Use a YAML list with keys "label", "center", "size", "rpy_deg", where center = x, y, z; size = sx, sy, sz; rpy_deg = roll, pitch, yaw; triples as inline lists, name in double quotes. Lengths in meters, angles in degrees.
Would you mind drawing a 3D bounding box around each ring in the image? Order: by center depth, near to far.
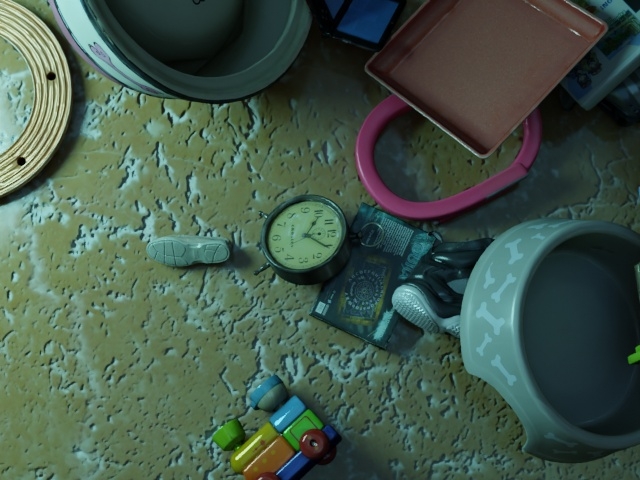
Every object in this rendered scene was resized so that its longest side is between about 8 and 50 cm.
- label: "ring"
  center: [-0.542, -0.216, 1.676]
  size: [0.336, 0.032, 0.337]
  rpy_deg: [0, 80, 1]

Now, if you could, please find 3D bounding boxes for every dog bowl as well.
- label: "dog bowl"
  center: [0.364, 0.130, 1.505]
  size: [0.348, 0.102, 0.349]
  rpy_deg: [4, 79, -24]
- label: "dog bowl"
  center: [-0.207, -0.384, 1.553]
  size: [0.408, 0.150, 0.408]
  rpy_deg: [5, 82, -40]

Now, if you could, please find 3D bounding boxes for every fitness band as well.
- label: "fitness band"
  center: [0.194, -0.146, 1.649]
  size: [0.290, 0.054, 0.209]
  rpy_deg: [-26, 79, -5]

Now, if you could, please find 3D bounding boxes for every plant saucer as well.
- label: "plant saucer"
  center: [0.238, -0.266, 1.588]
  size: [0.258, 0.048, 0.259]
  rpy_deg: [-46, 59, -3]

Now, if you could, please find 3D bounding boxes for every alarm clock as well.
- label: "alarm clock"
  center: [0.000, 0.000, 1.599]
  size: [0.192, 0.064, 0.129]
  rpy_deg: [-5, 60, 16]

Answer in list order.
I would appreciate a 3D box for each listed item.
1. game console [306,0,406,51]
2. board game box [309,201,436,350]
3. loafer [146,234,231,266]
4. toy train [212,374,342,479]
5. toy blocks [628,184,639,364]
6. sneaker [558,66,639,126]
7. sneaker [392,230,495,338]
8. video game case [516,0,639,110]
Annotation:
- label: "game console"
  center: [0.053, -0.364, 1.637]
  size: [0.085, 0.124, 0.144]
  rpy_deg: [-3, 42, 30]
- label: "board game box"
  center: [0.078, 0.053, 1.627]
  size: [0.126, 0.026, 0.186]
  rpy_deg: [26, 82, 4]
- label: "loafer"
  center: [-0.193, 0.012, 1.635]
  size: [0.125, 0.039, 0.045]
  rpy_deg: [1, 114, 4]
- label: "toy train"
  center: [-0.103, 0.317, 1.553]
  size: [0.248, 0.105, 0.143]
  rpy_deg: [-42, 72, -6]
- label: "toy blocks"
  center: [0.573, 0.030, 1.464]
  size: [0.381, 0.191, 0.261]
  rpy_deg: [-1, 73, -8]
- label: "sneaker"
  center: [0.493, -0.225, 1.639]
  size: [0.300, 0.111, 0.121]
  rpy_deg: [10, 87, 10]
- label: "sneaker"
  center: [0.248, 0.086, 1.582]
  size: [0.268, 0.101, 0.153]
  rpy_deg: [26, 74, -2]
- label: "video game case"
  center: [0.417, -0.400, 1.587]
  size: [0.329, 0.036, 0.300]
  rpy_deg: [-43, 60, 16]
